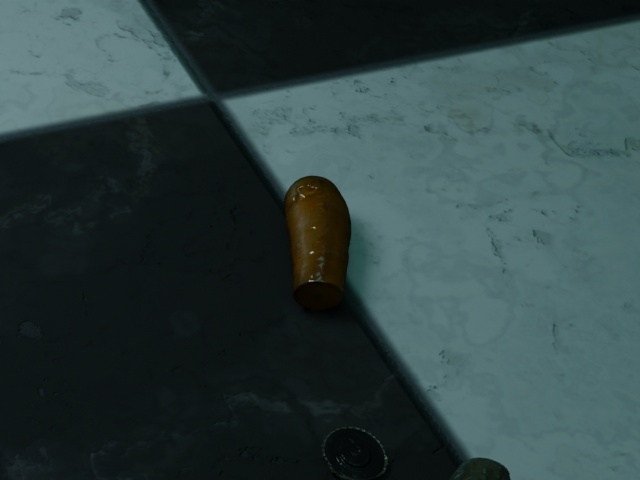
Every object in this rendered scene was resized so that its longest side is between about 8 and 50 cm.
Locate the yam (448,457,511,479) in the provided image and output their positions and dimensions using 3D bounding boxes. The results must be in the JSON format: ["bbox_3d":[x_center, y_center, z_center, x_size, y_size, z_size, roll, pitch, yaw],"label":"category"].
[{"bbox_3d":[0.144,0.309,2.002,0.068,0.068,0.169,27,45,17],"label":"yam"}]

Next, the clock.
[{"bbox_3d":[0.038,0.241,2.096,0.074,0.010,0.083,-7,45,-19],"label":"clock"}]

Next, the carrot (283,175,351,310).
[{"bbox_3d":[0.000,0.000,2.305,0.087,0.087,0.193,1,43,-11],"label":"carrot"}]
